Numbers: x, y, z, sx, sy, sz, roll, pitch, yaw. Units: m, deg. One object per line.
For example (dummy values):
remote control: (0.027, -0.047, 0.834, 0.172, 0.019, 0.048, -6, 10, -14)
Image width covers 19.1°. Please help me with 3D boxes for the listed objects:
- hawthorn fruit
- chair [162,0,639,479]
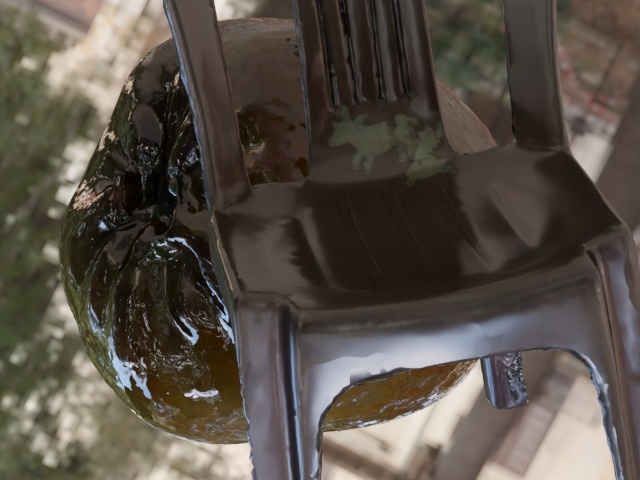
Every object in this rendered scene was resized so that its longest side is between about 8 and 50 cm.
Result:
hawthorn fruit: (0.000, 0.000, 1.196, 0.301, 0.267, 0.268, 8, -161, -46)
chair: (0.035, -0.023, 0.764, 0.176, 0.326, 0.183, -11, -155, -5)
